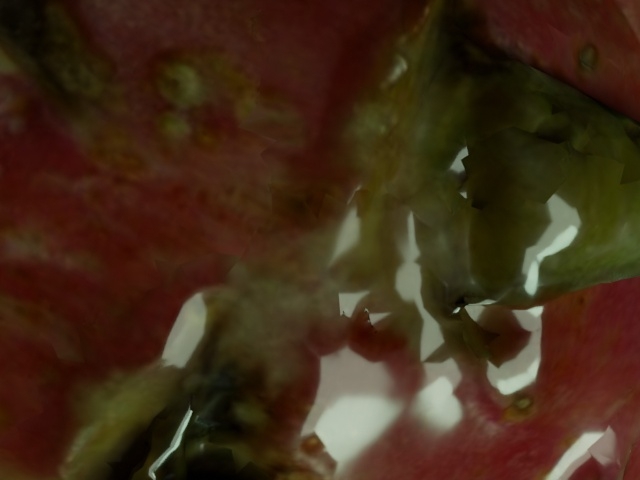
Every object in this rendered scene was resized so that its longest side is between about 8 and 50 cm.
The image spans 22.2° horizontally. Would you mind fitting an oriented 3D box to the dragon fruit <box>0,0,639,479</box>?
[{"bbox_3d":[0.000,0.000,0.428,0.291,0.250,0.269,21,75,-17],"label":"dragon fruit"}]
